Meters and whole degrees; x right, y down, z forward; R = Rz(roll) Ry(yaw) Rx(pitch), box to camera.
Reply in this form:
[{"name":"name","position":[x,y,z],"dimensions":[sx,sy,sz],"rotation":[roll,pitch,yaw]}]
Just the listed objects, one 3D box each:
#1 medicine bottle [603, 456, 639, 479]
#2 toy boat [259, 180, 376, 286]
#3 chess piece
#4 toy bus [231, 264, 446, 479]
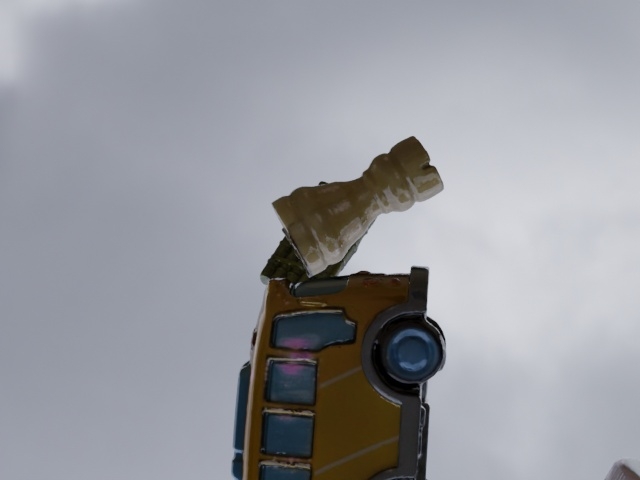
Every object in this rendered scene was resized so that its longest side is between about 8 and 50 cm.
[{"name":"medicine bottle","position":[0.258,0.315,1.401],"dimensions":[0.253,0.240,0.252],"rotation":[29,-176,-2]},{"name":"toy boat","position":[0.000,0.000,1.708],"dimensions":[0.063,0.016,0.115],"rotation":[19,-125,21]},{"name":"chess piece","position":[0.030,-0.028,1.495],"dimensions":[0.122,0.066,0.066],"rotation":[-29,-151,-4]},{"name":"toy bus","position":[0.012,0.118,1.306],"dimensions":[0.136,0.209,0.126],"rotation":[4,-179,3]}]
